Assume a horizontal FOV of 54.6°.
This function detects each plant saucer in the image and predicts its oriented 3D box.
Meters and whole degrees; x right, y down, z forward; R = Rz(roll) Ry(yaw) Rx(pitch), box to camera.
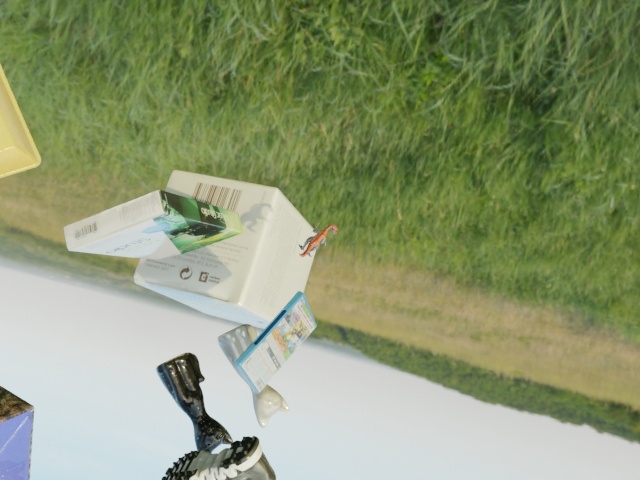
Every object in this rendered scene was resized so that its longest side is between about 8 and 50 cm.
[{"bbox_3d":[-0.918,-0.289,1.533,0.081,0.333,0.332,50,155,43],"label":"plant saucer"}]

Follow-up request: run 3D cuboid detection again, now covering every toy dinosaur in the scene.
[{"bbox_3d":[0.000,0.000,1.275,0.047,0.082,0.090,46,-163,-19],"label":"toy dinosaur"}]

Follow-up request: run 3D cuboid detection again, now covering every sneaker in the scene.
[{"bbox_3d":[-0.168,0.402,1.035,0.234,0.078,0.106,-26,107,30],"label":"sneaker"}]

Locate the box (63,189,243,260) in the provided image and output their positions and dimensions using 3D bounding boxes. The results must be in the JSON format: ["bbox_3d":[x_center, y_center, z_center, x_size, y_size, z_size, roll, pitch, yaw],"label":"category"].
[{"bbox_3d":[-0.341,-0.022,1.323,0.232,0.058,0.322,-18,170,18],"label":"box"}]

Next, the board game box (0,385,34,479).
[{"bbox_3d":[-0.590,0.272,0.853,0.291,0.141,0.232,18,-163,25],"label":"board game box"}]

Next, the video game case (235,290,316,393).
[{"bbox_3d":[-0.074,0.180,1.094,0.015,0.166,0.119,30,155,30],"label":"video game case"}]

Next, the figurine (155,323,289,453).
[{"bbox_3d":[-0.187,0.300,1.242,0.215,0.209,0.092,-25,175,-20],"label":"figurine"}]

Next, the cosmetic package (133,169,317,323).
[{"bbox_3d":[-0.241,0.044,1.749,0.329,0.327,0.393,11,165,21],"label":"cosmetic package"}]
